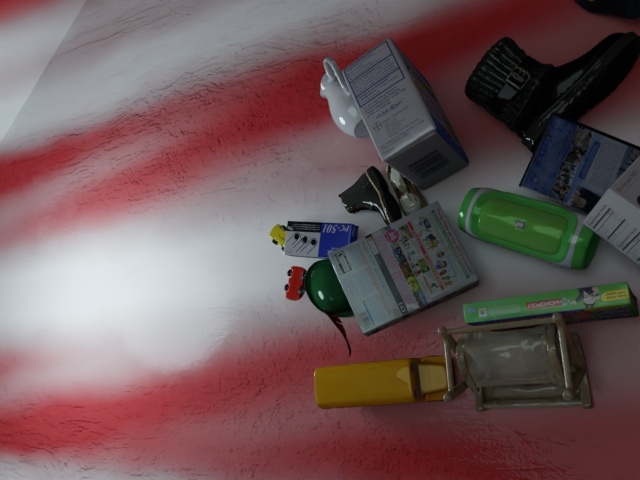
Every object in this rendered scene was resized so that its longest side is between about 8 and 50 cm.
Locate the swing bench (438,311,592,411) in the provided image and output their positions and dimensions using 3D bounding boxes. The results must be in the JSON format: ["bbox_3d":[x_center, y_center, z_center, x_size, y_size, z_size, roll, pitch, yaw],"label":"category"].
[{"bbox_3d":[0.416,0.271,1.279,0.253,0.254,0.165,-11,67,28],"label":"swing bench"}]

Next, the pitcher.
[{"bbox_3d":[0.073,-0.400,1.678,0.125,0.178,0.207,-31,61,-3],"label":"pitcher"}]

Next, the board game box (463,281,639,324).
[{"bbox_3d":[0.491,0.148,1.277,0.317,0.213,0.046,-12,72,29],"label":"board game box"}]

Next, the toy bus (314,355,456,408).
[{"bbox_3d":[0.158,0.351,1.485,0.332,0.130,0.108,-13,73,29],"label":"toy bus"}]

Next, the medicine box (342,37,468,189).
[{"bbox_3d":[0.217,-0.310,1.516,0.149,0.263,0.290,-30,66,22],"label":"medicine box"}]

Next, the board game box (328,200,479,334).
[{"bbox_3d":[0.203,0.073,1.481,0.303,0.097,0.224,-26,70,6],"label":"board game box"}]

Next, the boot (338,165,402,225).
[{"bbox_3d":[0.134,-0.088,1.640,0.137,0.076,0.198,-37,50,25],"label":"boot"}]

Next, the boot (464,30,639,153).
[{"bbox_3d":[0.536,-0.407,1.421,0.348,0.131,0.260,-43,61,17],"label":"boot"}]

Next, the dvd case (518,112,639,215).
[{"bbox_3d":[0.594,-0.153,1.329,0.252,0.022,0.181,24,92,6],"label":"dvd case"}]

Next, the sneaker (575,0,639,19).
[{"bbox_3d":[0.692,-0.579,1.413,0.082,0.069,0.209,-36,47,-17],"label":"sneaker"}]

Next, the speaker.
[{"bbox_3d":[0.474,-0.032,1.380,0.296,0.131,0.131,21,91,33],"label":"speaker"}]

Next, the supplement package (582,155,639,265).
[{"bbox_3d":[0.682,-0.031,1.193,0.244,0.134,0.139,41,68,19],"label":"supplement package"}]

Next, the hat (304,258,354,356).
[{"bbox_3d":[0.014,0.162,1.553,0.208,0.183,0.173,8,114,24],"label":"hat"}]

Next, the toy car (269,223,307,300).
[{"bbox_3d":[-0.025,0.032,1.714,0.224,0.053,0.239,-27,67,24],"label":"toy car"}]

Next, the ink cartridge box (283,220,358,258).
[{"bbox_3d":[0.000,0.000,1.645,0.206,0.046,0.097,3,83,30],"label":"ink cartridge box"}]

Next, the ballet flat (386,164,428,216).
[{"bbox_3d":[0.224,-0.124,1.587,0.073,0.067,0.206,-36,63,23],"label":"ballet flat"}]
